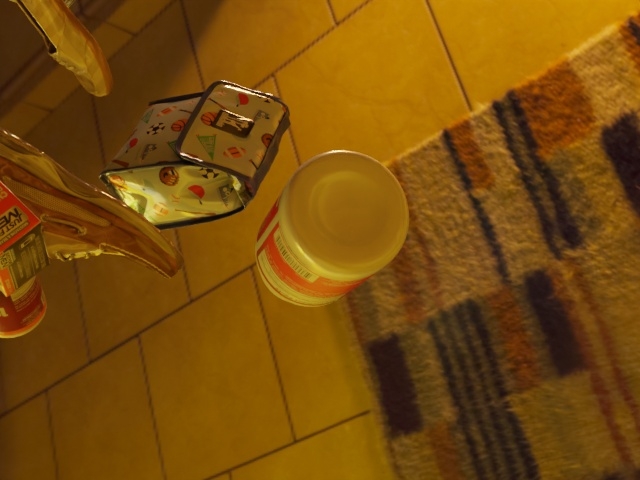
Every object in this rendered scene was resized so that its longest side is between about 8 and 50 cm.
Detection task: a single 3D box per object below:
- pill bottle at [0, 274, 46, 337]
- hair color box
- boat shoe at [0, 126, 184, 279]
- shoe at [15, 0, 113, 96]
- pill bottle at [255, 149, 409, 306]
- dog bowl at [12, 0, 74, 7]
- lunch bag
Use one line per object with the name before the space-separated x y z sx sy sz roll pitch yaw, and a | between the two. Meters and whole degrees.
pill bottle | -0.387 0.044 0.953 0.086 0.086 0.152 54 155 32
hair color box | -0.315 -0.038 0.692 0.167 0.053 0.093 42 153 8
boat shoe | -0.344 -0.029 1.102 0.116 0.324 0.123 -58 16 -6
shoe | -0.335 -0.267 0.987 0.058 0.219 0.077 -41 38 -20
pill bottle | 0.000 0.000 1.526 0.407 0.229 0.228 134 135 -69
dog bowl | -0.549 -0.597 1.606 0.265 0.104 0.264 -18 65 43
lunch bag | -0.285 -0.210 1.918 0.386 0.238 0.327 -4 42 23
